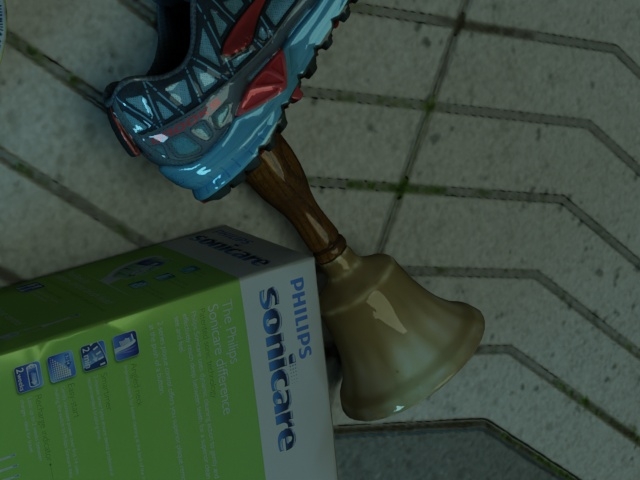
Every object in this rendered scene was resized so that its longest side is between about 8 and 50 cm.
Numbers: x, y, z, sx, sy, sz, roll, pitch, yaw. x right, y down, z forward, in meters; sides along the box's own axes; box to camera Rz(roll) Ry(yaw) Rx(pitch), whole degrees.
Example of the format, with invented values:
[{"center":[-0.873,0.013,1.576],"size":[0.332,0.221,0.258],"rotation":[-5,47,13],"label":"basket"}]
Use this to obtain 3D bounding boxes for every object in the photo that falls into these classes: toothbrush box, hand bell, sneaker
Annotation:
[{"center":[-0.139,0.129,0.913],"size":[0.283,0.122,0.206],"rotation":[-17,111,-29],"label":"toothbrush box"},{"center":[0.000,0.000,1.006],"size":[0.126,0.126,0.242],"rotation":[-43,109,-18],"label":"hand bell"},{"center":[-0.049,-0.161,0.910],"size":[0.125,0.104,0.261],"rotation":[33,71,-20],"label":"sneaker"}]

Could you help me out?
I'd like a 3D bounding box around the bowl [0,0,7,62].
[{"center":[-0.260,-0.098,0.781],"size":[0.170,0.080,0.170],"rotation":[-52,165,-20],"label":"bowl"}]
